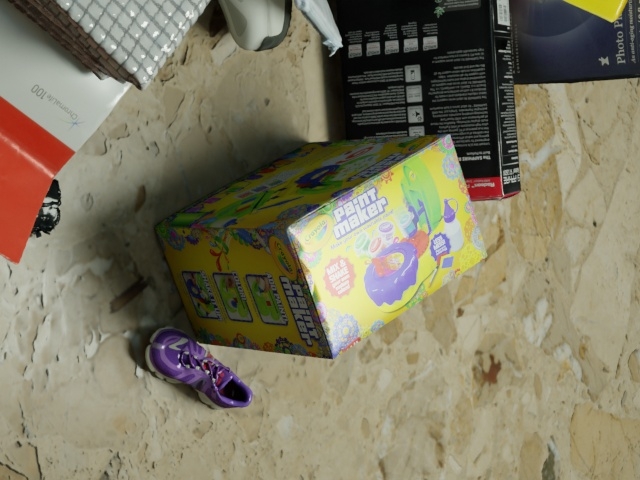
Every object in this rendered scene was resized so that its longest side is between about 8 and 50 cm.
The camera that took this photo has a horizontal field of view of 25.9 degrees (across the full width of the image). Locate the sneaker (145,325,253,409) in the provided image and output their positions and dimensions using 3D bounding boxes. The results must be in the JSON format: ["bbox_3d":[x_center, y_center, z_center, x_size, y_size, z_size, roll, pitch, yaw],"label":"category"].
[{"bbox_3d":[-0.151,0.164,1.788,0.170,0.071,0.068,35,69,-34],"label":"sneaker"}]

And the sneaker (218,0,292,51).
[{"bbox_3d":[-0.210,-0.412,1.709,0.257,0.169,0.447,-26,114,-16],"label":"sneaker"}]

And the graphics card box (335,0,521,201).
[{"bbox_3d":[0.145,-0.236,1.920,0.094,0.233,0.370,-15,101,-63],"label":"graphics card box"}]

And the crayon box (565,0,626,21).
[{"bbox_3d":[0.313,-0.519,1.922,0.313,0.363,0.106,-67,171,21],"label":"crayon box"}]

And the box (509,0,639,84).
[{"bbox_3d":[0.435,-0.391,2.121,0.183,0.294,0.296,-7,95,-40],"label":"box"}]

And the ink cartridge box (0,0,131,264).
[{"bbox_3d":[-0.361,-0.215,1.553,0.308,0.091,0.385,39,55,-34],"label":"ink cartridge box"}]

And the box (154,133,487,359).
[{"bbox_3d":[0.000,0.000,1.776,0.290,0.279,0.177,-30,109,-35],"label":"box"}]

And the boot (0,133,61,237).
[{"bbox_3d":[-0.352,-0.064,1.634,0.099,0.045,0.121,4,91,-41],"label":"boot"}]

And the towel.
[{"bbox_3d":[-0.248,-0.335,1.529,0.284,0.121,0.235,43,66,-30],"label":"towel"}]

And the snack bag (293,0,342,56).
[{"bbox_3d":[-0.038,-0.416,1.721,0.323,0.037,0.342,9,65,-83],"label":"snack bag"}]
